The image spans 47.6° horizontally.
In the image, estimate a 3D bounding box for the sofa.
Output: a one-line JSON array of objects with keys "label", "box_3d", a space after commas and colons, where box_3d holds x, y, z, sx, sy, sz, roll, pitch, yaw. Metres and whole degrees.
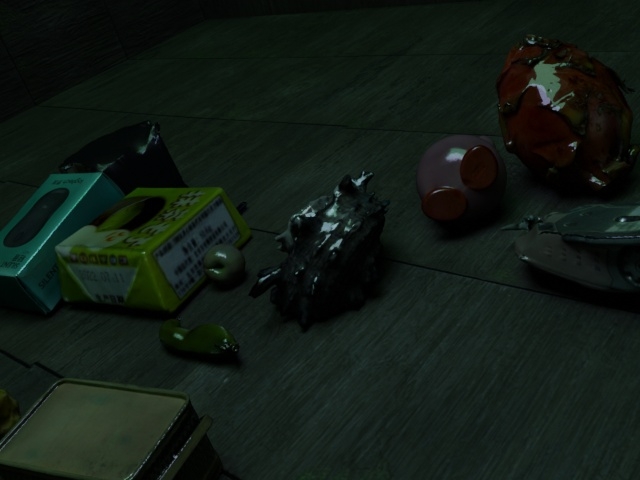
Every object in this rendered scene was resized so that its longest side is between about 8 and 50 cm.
[{"label": "sofa", "box_3d": [-0.482, -0.158, 1.788, 0.258, 0.200, 0.182, -37, 25, -28]}]

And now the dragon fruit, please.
[{"label": "dragon fruit", "box_3d": [0.458, -0.232, 1.364, 0.315, 0.250, 0.250, 39, 53, 14]}]

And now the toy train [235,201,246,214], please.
[{"label": "toy train", "box_3d": [-0.191, -0.061, 1.631, 0.017, 0.017, 0.083, 7, 38, 33]}]

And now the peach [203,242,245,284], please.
[{"label": "peach", "box_3d": [-0.183, 0.046, 1.388, 0.083, 0.083, 0.083, -13, 30, 7]}]

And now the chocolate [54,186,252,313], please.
[{"label": "chocolate", "box_3d": [-0.344, 0.007, 1.473, 0.289, 0.137, 0.301, 3, 34, 31]}]

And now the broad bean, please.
[{"label": "broad bean", "box_3d": [-0.204, 0.167, 1.221, 0.214, 0.048, 0.070, 9, 39, 43]}]

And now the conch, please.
[{"label": "conch", "box_3d": [0.001, 0.007, 1.274, 0.241, 0.186, 0.313, -22, 34, 54]}]

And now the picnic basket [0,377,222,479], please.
[{"label": "picnic basket", "box_3d": [-0.276, 0.291, 0.957, 0.267, 0.139, 0.165, -1, 34, 26]}]

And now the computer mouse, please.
[{"label": "computer mouse", "box_3d": [0.433, 0.015, 1.095, 0.199, 0.115, 0.389, -20, 13, -39]}]

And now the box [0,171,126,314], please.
[{"label": "box", "box_3d": [-0.580, -0.004, 1.558, 0.205, 0.118, 0.311, 1, 49, 39]}]

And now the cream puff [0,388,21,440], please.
[{"label": "cream puff", "box_3d": [-0.578, 0.288, 1.094, 0.221, 0.194, 0.194, -8, 30, 24]}]

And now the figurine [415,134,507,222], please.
[{"label": "figurine", "box_3d": [0.261, -0.117, 1.348, 0.173, 0.173, 0.173, -13, 30, 7]}]
